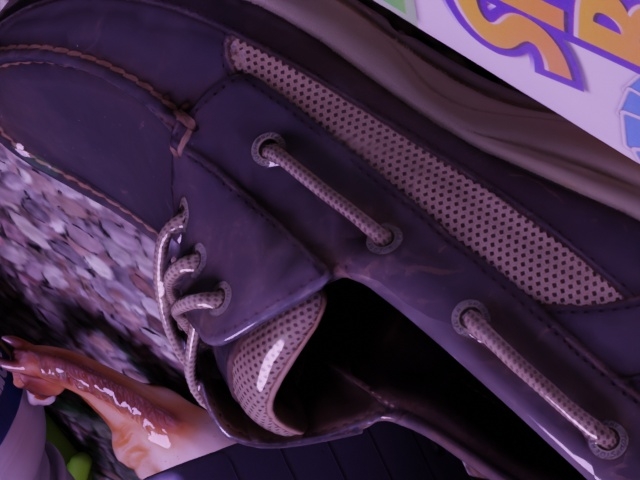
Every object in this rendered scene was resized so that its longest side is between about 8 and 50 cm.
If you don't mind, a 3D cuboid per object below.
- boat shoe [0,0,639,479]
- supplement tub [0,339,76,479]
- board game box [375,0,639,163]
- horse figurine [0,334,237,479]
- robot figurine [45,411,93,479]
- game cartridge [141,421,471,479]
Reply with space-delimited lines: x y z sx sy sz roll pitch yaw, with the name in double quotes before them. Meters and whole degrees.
"boat shoe" 0.000 0.000 0.635 0.355 0.130 0.132 21 151 30
"supplement tub" -0.301 0.092 1.043 0.228 0.228 0.316 2 134 51
"board game box" 0.102 -0.067 0.509 0.259 0.039 0.124 35 155 10
"horse figurine" -0.051 0.144 1.029 0.263 0.066 0.174 30 157 26
"robot figurine" -0.199 0.155 1.237 0.101 0.067 0.115 16 149 41
"game cartridge" 0.057 0.236 0.728 0.068 0.230 0.355 -29 82 22
